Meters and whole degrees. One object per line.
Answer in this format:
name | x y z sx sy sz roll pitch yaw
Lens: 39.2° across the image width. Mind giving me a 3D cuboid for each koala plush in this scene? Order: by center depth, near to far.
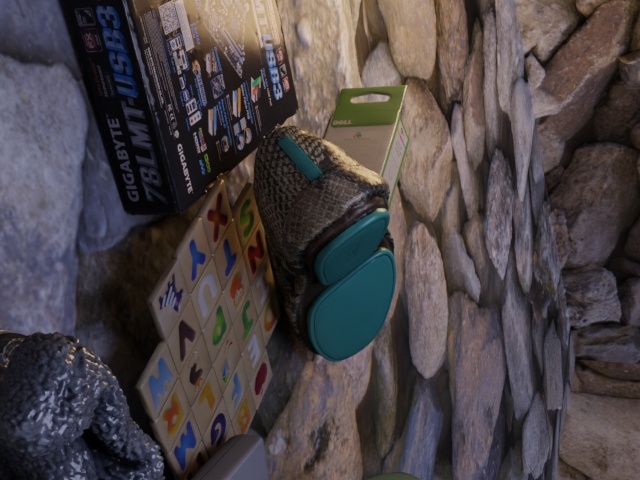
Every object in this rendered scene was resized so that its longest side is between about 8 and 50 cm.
koala plush | -0.230 0.197 0.598 0.221 0.196 0.203 -57 132 -37

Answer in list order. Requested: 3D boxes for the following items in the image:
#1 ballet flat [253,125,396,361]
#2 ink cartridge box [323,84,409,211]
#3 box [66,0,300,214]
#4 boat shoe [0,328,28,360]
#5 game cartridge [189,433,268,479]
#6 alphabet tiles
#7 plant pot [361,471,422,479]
ballet flat | 0.000 0.000 1.084 0.164 0.182 0.483 -35 160 -9
ink cartridge box | 0.062 -0.128 1.307 0.062 0.109 0.209 61 38 -47
box | -0.134 -0.219 0.937 0.293 0.073 0.296 -54 139 -53
boat shoe | -0.214 0.155 0.782 0.228 0.068 0.081 65 36 -43
game cartridge | -0.101 0.376 0.976 0.198 0.062 0.297 -37 126 -79
alphabet tiles | -0.110 0.114 0.989 0.343 0.011 0.285 81 24 -45
plant pot | 0.033 0.449 1.126 0.195 0.290 0.290 0 90 -29
